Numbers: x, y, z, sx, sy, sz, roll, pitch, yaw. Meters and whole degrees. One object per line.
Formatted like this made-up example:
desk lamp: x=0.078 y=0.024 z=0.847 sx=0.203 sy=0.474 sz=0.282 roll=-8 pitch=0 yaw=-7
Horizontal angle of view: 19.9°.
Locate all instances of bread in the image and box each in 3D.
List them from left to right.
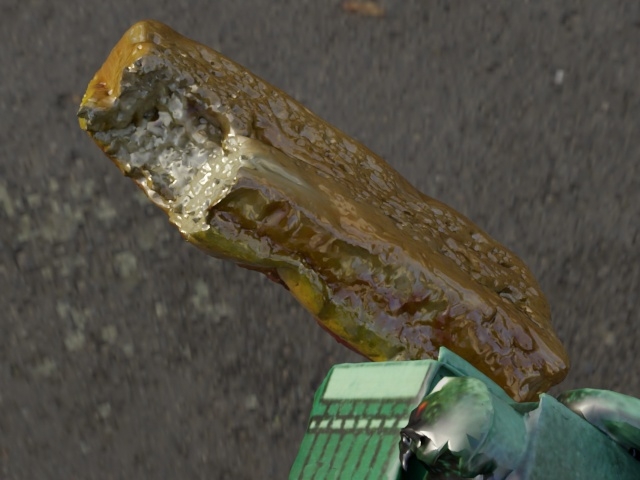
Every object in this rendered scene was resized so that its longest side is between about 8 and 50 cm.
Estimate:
bread: x=0.000 y=0.000 z=1.260 sx=0.380 sy=0.109 sz=0.185 roll=34 pitch=24 yaw=-19

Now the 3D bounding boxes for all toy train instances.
toy train: x=0.104 y=0.137 z=0.655 sx=0.269 sy=0.154 sz=0.115 roll=36 pitch=57 yaw=-30
